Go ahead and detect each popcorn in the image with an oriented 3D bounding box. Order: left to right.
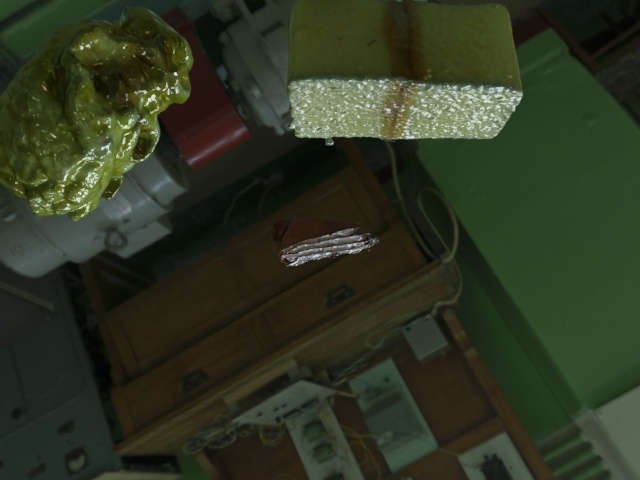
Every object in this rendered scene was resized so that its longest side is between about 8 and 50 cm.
[{"bbox_3d":[-0.279,-0.159,0.765,0.286,0.174,0.225,-50,-167,4],"label":"popcorn"}]

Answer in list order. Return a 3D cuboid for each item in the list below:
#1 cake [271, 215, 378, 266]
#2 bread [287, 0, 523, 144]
[{"bbox_3d":[0.002,0.005,1.575,0.288,0.135,0.098,-1,133,28],"label":"cake"},{"bbox_3d":[0.091,-0.194,0.736,0.266,0.178,0.142,0,-165,2],"label":"bread"}]
